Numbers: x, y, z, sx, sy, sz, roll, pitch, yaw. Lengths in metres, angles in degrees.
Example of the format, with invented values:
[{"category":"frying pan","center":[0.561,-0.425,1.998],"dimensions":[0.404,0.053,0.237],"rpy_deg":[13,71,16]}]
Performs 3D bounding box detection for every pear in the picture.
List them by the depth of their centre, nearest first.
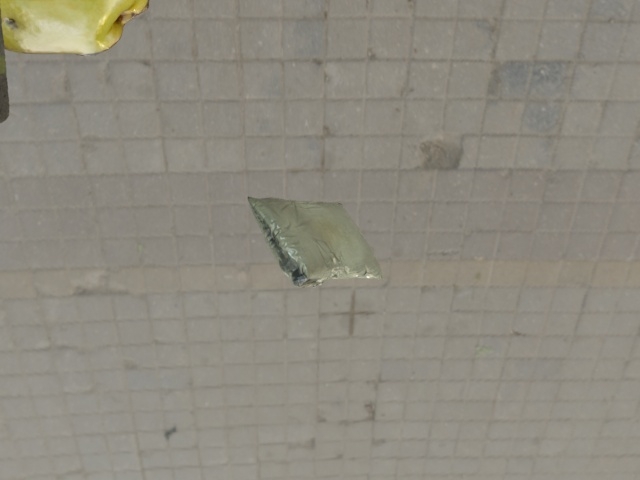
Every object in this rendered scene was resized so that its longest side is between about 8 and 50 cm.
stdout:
[{"category":"pear","center":[-0.500,-0.513,1.274],"dimensions":[0.386,0.340,0.191],"rpy_deg":[27,162,9]}]

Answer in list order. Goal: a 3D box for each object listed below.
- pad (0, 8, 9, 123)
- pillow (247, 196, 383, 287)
[{"category":"pad","center":[-0.195,-0.124,0.319],"dimensions":[0.003,0.143,0.211],"rpy_deg":[21,126,15]},{"category":"pillow","center":[0.000,0.000,1.039],"dimensions":[0.050,0.148,0.230],"rpy_deg":[-37,161,26]}]
